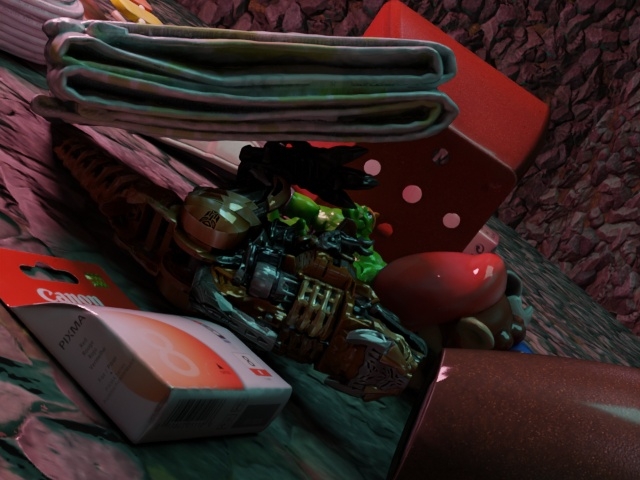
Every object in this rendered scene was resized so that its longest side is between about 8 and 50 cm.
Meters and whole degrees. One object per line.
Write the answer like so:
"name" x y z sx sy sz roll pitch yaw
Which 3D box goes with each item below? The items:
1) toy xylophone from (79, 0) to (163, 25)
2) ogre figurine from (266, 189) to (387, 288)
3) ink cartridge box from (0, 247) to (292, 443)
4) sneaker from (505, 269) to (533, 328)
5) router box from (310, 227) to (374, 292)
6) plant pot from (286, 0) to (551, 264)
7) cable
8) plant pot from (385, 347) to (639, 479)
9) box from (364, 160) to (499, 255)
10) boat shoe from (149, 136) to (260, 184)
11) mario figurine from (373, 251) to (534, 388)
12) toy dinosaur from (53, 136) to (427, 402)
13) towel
"toy xylophone" -0.272 -0.316 1.536 0.322 0.081 0.236 50 10 3
"ogre figurine" 0.000 0.000 1.130 0.118 0.097 0.197 10 7 -28
"ink cartridge box" -0.116 0.049 0.647 0.179 0.045 0.145 44 12 24
"sneaker" 0.204 0.080 1.340 0.099 0.121 0.262 33 11 -21
"router box" 0.046 0.023 1.303 0.122 0.038 0.092 34 11 -15
"plant pot" 0.117 -0.098 1.303 0.267 0.267 0.236 33 22 -9
"cable" -0.389 -0.299 1.186 0.257 0.089 0.257 29 13 -30
"plant pot" 0.168 0.164 0.694 0.230 0.215 0.215 23 10 4
"box" 0.138 -0.021 1.553 0.232 0.127 0.148 38 11 5
"boat shoe" -0.171 -0.128 1.273 0.206 0.075 0.065 29 -31 -11
"mario figurine" 0.161 0.150 1.006 0.320 0.170 0.198 46 -26 -2
"toy dinosaur" -0.057 0.000 0.803 0.322 0.164 0.218 49 26 3
"towel" -0.083 -0.135 0.919 0.320 0.090 0.374 2 8 -13
